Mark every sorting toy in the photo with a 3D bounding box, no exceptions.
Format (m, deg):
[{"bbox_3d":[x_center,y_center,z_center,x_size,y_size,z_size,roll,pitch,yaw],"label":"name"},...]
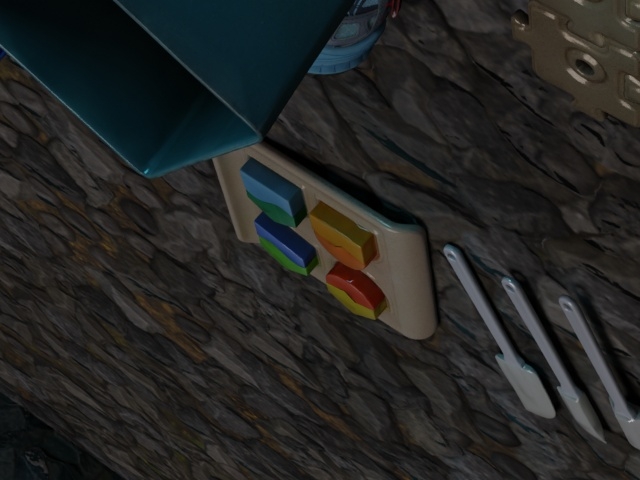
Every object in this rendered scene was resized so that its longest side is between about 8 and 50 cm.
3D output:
[{"bbox_3d":[0.000,0.000,1.532,0.208,0.038,0.193,28,157,22],"label":"sorting toy"}]

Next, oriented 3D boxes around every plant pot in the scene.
[{"bbox_3d":[-0.055,-0.182,0.956,0.165,0.234,0.165,43,159,-16],"label":"plant pot"}]

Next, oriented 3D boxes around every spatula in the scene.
[{"bbox_3d":[0.195,0.096,1.462,0.168,0.019,0.242,25,156,43],"label":"spatula"}]

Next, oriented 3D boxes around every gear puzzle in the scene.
[{"bbox_3d":[0.184,-0.117,0.997,0.339,0.044,0.175,31,160,23],"label":"gear puzzle"}]

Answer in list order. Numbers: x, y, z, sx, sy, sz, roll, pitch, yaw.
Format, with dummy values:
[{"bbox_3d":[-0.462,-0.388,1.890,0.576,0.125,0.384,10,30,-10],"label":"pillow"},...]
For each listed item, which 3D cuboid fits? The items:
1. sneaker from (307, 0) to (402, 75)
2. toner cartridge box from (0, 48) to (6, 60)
[{"bbox_3d":[-0.056,-0.220,1.110,0.261,0.104,0.125,33,145,-6],"label":"sneaker"},{"bbox_3d":[-0.363,-0.240,1.327,0.075,0.165,0.348,20,153,41],"label":"toner cartridge box"}]
